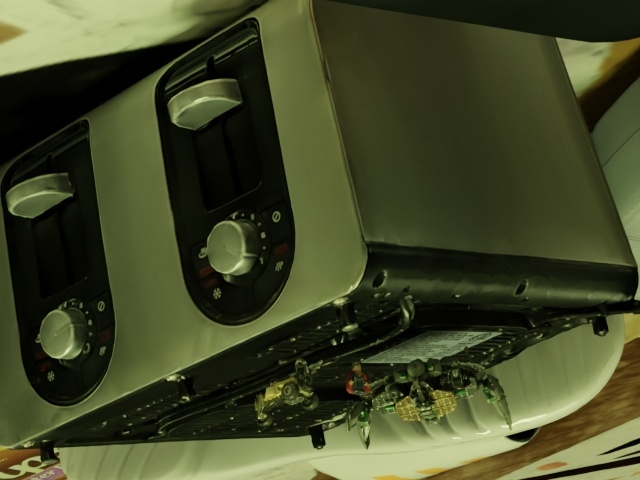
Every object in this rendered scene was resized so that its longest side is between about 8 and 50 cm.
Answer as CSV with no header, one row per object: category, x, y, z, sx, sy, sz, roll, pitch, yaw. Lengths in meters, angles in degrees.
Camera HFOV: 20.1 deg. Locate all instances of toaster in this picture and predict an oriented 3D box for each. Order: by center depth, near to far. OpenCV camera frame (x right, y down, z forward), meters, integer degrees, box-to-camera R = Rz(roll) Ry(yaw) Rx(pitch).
toaster,0.000,0.000,0.601,0.168,0.110,0.186,-26,161,37

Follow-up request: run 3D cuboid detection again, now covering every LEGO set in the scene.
LEGO set,0.021,0.041,0.529,0.054,0.023,0.083,-28,146,34

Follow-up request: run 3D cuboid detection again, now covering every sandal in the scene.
sandal,0.011,0.053,0.738,0.265,0.102,0.076,-16,152,32

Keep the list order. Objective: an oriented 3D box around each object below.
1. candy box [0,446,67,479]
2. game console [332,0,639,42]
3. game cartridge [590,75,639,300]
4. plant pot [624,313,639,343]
candy box,-0.151,0.094,0.910,0.109,0.053,0.187,-19,163,19
game console,0.133,-0.138,0.333,0.386,0.060,0.342,-25,161,35
game cartridge,0.222,-0.046,0.657,0.196,0.060,0.294,14,147,-26
plant pot,0.058,0.028,0.857,0.236,0.032,0.236,-9,157,-4
